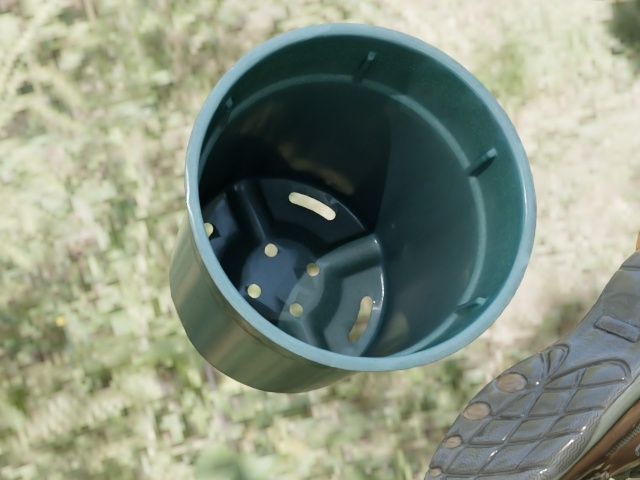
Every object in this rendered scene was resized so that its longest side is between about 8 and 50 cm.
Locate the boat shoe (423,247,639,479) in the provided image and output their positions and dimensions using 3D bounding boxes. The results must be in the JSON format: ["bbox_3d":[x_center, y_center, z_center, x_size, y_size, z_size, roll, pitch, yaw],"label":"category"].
[{"bbox_3d":[0.213,0.128,1.283,0.324,0.116,0.123,-40,30,-10],"label":"boat shoe"}]

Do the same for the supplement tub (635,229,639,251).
[{"bbox_3d":[0.476,0.074,1.700,0.207,0.338,0.207,-42,19,18],"label":"supplement tub"}]

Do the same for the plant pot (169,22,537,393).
[{"bbox_3d":[0.000,0.000,1.770,0.341,0.341,0.334,-24,-9,-20],"label":"plant pot"}]
